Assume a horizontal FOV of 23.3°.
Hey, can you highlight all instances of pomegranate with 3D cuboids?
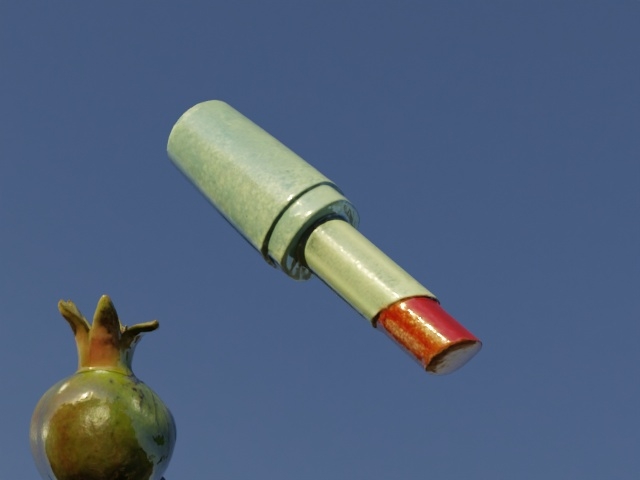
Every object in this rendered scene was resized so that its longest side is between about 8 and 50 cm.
[{"bbox_3d":[-0.195,0.148,1.413,0.131,0.191,0.152,4,-11,-21],"label":"pomegranate"}]

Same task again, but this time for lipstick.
[{"bbox_3d":[0.000,0.000,0.995,0.274,0.068,0.061,41,-3,36],"label":"lipstick"}]
